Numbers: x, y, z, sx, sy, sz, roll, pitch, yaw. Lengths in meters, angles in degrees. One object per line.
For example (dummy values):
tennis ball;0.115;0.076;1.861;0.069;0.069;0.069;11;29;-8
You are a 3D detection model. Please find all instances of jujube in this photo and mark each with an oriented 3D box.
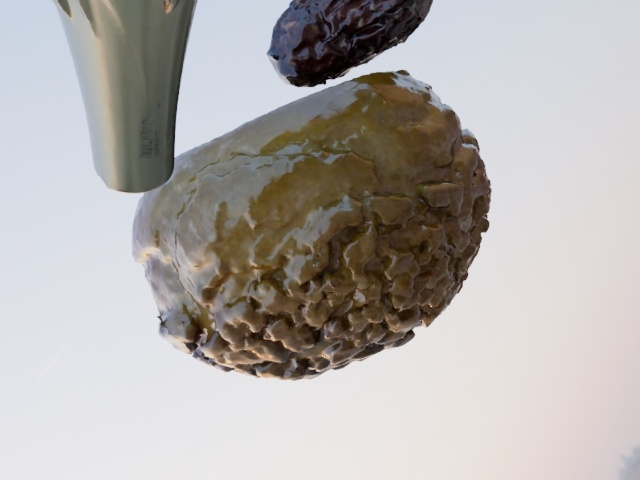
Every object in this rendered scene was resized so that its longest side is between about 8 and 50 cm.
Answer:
jujube;0.024;-0.206;1.034;0.166;0.104;0.104;-28;-18;10

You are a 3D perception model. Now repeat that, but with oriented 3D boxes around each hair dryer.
hair dryer;-0.051;-0.123;0.546;0.225;0.088;0.219;-11;-45;-45

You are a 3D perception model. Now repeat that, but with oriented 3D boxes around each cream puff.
cream puff;0.000;0.000;1.030;0.327;0.231;0.343;-25;-1;-6
